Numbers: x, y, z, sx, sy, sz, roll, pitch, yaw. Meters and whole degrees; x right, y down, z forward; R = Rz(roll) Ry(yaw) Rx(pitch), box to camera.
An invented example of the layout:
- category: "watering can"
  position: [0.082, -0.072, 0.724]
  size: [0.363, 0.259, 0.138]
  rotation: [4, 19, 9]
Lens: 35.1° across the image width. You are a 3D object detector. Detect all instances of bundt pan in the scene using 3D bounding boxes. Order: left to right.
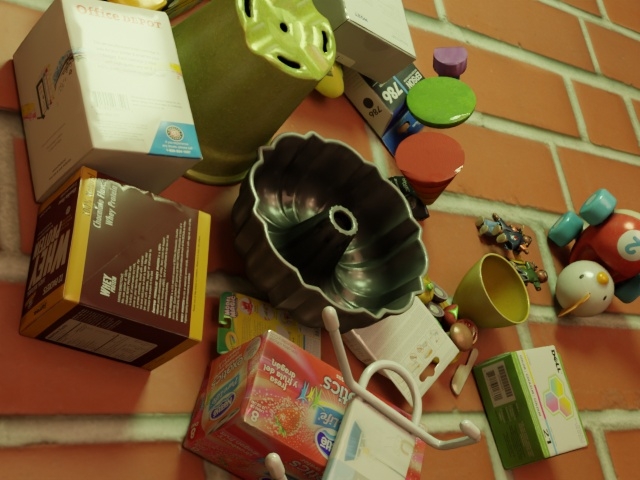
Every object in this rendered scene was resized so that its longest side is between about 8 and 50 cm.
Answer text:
- category: "bundt pan"
  position: [0.000, 0.000, 1.541]
  size: [0.330, 0.124, 0.331]
  rotation: [24, 46, -27]

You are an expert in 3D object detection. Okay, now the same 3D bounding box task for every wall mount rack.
- category: "wall mount rack"
  position: [0.052, 0.263, 1.257]
  size: [0.304, 0.130, 0.350]
  rotation: [37, 52, -21]

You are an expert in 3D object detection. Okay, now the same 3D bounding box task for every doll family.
- category: "doll family"
  position: [0.371, 0.020, 1.939]
  size: [0.111, 0.076, 0.193]
  rotation: [7, 60, -34]

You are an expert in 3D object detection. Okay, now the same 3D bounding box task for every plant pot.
- category: "plant pot"
  position: [-0.122, -0.259, 1.523]
  size: [0.276, 0.254, 0.276]
  rotation: [21, 55, -33]
- category: "plant pot"
  position: [0.293, 0.103, 1.799]
  size: [0.134, 0.095, 0.134]
  rotation: [28, 47, -34]

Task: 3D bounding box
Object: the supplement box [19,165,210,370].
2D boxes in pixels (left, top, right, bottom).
- category: "supplement box"
  position: [-0.263, 0.040, 1.317]
  size: [0.194, 0.129, 0.191]
  rotation: [21, 54, -33]

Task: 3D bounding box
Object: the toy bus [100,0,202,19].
- category: "toy bus"
  position: [-0.243, -0.414, 1.590]
  size: [0.108, 0.130, 0.332]
  rotation: [51, 44, -5]

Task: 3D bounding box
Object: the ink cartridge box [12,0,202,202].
- category: "ink cartridge box"
  position: [-0.297, -0.186, 1.385]
  size: [0.171, 0.168, 0.233]
  rotation: [2, 66, -42]

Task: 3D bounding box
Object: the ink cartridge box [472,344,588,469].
- category: "ink cartridge box"
  position: [0.411, 0.286, 1.804]
  size: [0.255, 0.097, 0.189]
  rotation: [-3, 70, -42]

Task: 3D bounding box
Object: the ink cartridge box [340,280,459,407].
- category: "ink cartridge box"
  position: [0.125, 0.159, 1.642]
  size: [0.145, 0.045, 0.179]
  rotation: [-44, 102, -32]

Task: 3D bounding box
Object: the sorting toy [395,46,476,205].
- category: "sorting toy"
  position: [0.218, -0.202, 1.877]
  size: [0.127, 0.126, 0.366]
  rotation: [7, 51, 10]

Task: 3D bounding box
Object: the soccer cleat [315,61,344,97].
- category: "soccer cleat"
  position: [-0.070, -0.355, 1.762]
  size: [0.121, 0.093, 0.289]
  rotation: [-41, 100, -20]

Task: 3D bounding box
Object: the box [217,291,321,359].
- category: "box"
  position: [-0.080, 0.147, 1.485]
  size: [0.179, 0.043, 0.105]
  rotation: [23, 53, -34]

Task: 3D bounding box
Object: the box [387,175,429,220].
- category: "box"
  position: [0.159, -0.077, 1.841]
  size: [0.067, 0.018, 0.083]
  rotation: [-2, 69, -43]

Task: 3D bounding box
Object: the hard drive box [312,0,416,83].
- category: "hard drive box"
  position: [0.060, -0.418, 1.780]
  size: [0.181, 0.089, 0.232]
  rotation: [20, 49, -41]

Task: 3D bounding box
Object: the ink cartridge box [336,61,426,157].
- category: "ink cartridge box"
  position: [0.090, -0.330, 1.892]
  size: [0.333, 0.065, 0.165]
  rotation: [51, 43, -9]

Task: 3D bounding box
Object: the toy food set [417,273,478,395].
- category: "toy food set"
  position: [0.216, 0.139, 1.732]
  size: [0.218, 0.071, 0.128]
  rotation: [53, 44, -6]

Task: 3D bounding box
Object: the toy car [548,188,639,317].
- category: "toy car"
  position: [0.546, 0.068, 1.991]
  size: [0.219, 0.210, 0.238]
  rotation: [41, 57, -2]

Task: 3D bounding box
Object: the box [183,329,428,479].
- category: "box"
  position: [-0.015, 0.271, 1.395]
  size: [0.300, 0.154, 0.142]
  rotation: [35, 49, -24]
